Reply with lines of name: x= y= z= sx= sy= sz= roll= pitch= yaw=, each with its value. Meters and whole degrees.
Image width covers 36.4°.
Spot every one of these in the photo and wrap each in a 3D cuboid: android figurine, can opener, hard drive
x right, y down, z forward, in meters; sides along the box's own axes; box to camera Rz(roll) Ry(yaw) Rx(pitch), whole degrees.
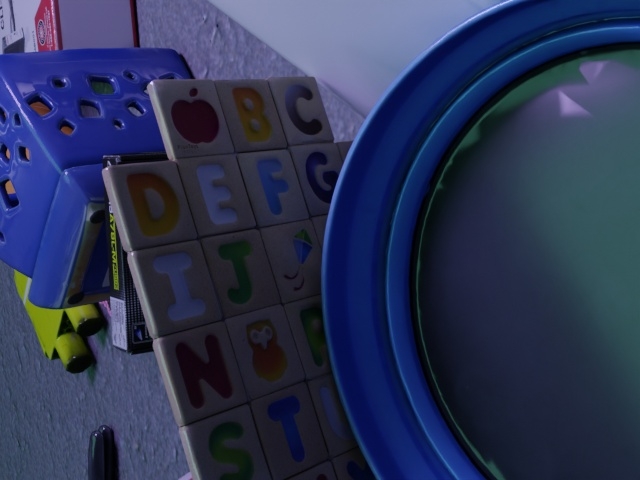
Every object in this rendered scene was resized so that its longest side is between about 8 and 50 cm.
android figurine: x=-0.409 y=0.065 z=1.502 sx=0.273 sy=0.056 sz=0.248 roll=53 pitch=136 yaw=35
can opener: x=-0.321 y=0.364 z=1.438 sx=0.059 sy=0.073 sz=0.186 roll=-33 pitch=-58 yaw=-85
hard drive: x=-0.048 y=-0.235 z=0.707 sx=0.353 sy=0.047 sz=0.233 roll=37 pitch=159 yaw=-3

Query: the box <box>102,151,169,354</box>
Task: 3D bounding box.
box: x=-0.119 y=0.005 z=0.965 sx=0.045 sy=0.184 sz=0.191 roll=8 pitch=101 yaw=57

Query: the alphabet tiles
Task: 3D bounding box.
alphabet tiles: x=-0.011 y=0.041 z=0.713 sx=0.011 sy=0.285 sz=0.342 roll=-23 pitch=83 yaw=42

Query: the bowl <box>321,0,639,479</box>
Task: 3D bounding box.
bowl: x=0.168 y=0.044 z=0.594 sx=0.391 sy=0.077 sz=0.391 roll=6 pitch=98 yaw=43

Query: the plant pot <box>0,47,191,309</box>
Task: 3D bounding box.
plant pot: x=-0.248 y=-0.063 z=1.105 sx=0.212 sy=0.236 sz=0.236 roll=53 pitch=135 yaw=28

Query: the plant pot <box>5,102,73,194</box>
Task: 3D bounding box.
plant pot: x=-0.379 y=-0.085 z=1.321 sx=0.188 sy=0.205 sz=0.205 roll=20 pitch=112 yaw=42

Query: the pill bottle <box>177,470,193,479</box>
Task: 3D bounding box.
pill bottle: x=-0.001 y=0.341 z=0.826 sx=0.363 sy=0.210 sz=0.210 roll=18 pitch=110 yaw=53

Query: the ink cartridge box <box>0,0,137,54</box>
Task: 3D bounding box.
ink cartridge box: x=-0.359 y=-0.318 z=1.316 sx=0.273 sy=0.114 sz=0.197 roll=1 pitch=97 yaw=56

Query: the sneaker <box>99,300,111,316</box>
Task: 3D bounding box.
sneaker: x=-0.266 y=0.071 z=1.314 sx=0.119 sy=0.047 sz=0.057 roll=26 pitch=105 yaw=49
